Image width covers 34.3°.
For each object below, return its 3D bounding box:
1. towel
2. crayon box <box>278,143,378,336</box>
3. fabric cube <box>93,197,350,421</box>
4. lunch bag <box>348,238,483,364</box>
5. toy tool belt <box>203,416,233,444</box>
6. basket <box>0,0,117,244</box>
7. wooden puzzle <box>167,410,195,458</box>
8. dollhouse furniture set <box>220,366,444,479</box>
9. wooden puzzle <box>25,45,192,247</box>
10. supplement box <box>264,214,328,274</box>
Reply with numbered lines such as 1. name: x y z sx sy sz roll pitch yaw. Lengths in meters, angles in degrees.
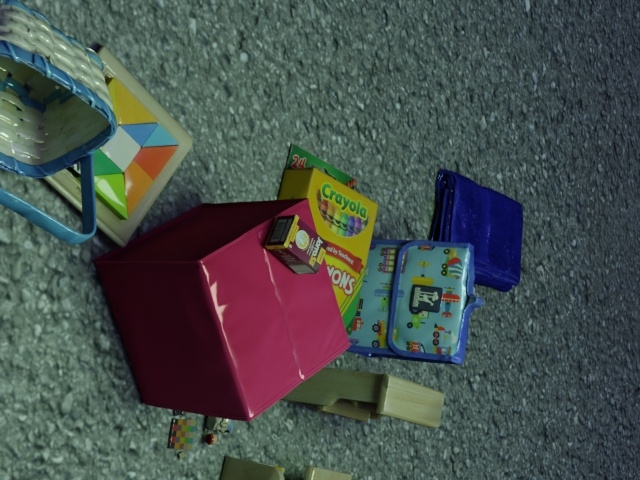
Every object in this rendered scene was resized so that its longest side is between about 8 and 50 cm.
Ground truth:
1. towel: 0.361 -0.015 2.327 0.308 0.076 0.227 18 78 -47
2. crayon box: 0.000 0.000 1.920 0.202 0.081 0.318 25 71 -45
3. fabric cube: -0.149 0.098 1.626 0.259 0.254 0.258 -31 111 -43
4. lunch bag: 0.182 0.116 1.965 0.138 0.293 0.221 18 76 -47
5. toy tool belt: -0.164 0.307 1.760 0.051 0.052 0.083 13 81 -39
6. basket: -0.393 -0.155 1.363 0.255 0.201 0.289 37 33 -41
7. wooden puzzle: -0.230 0.321 1.719 0.049 0.006 0.083 17 78 -47
8. dollhouse furniture set: 0.039 0.434 1.835 0.362 0.256 0.394 24 73 -46
9. wooden puzzle: -0.313 -0.144 1.587 0.221 0.044 0.238 47 57 -34
10. supplement box: -0.035 0.007 1.533 0.083 0.043 0.055 41 58 -39
